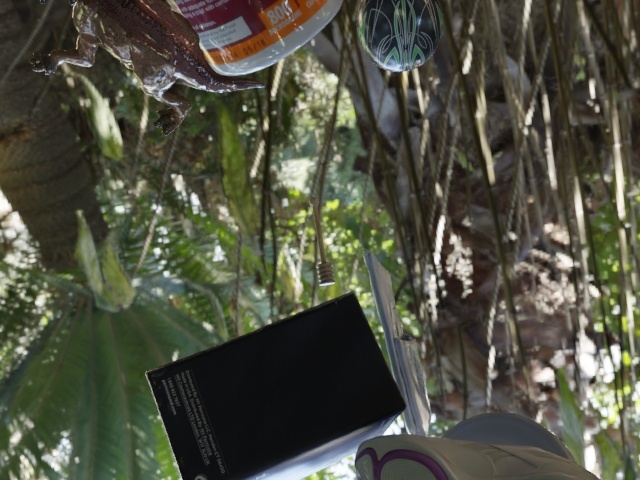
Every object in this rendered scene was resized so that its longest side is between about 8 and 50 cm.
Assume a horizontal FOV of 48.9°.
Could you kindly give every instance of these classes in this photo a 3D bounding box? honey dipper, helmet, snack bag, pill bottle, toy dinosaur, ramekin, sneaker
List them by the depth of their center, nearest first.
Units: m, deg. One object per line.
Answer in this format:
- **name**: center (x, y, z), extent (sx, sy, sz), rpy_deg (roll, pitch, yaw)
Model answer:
- **toy dinosaur**: center (-0.191, -0.225, 0.737), extent (0.295, 0.127, 0.200), rpy_deg (30, 158, -12)
- **sneaker**: center (0.188, 0.294, 0.829), extent (0.304, 0.114, 0.152), rpy_deg (5, 180, 28)
- **pill bottle**: center (-0.150, -0.434, 0.910), extent (0.224, 0.392, 0.224), rpy_deg (-23, -145, 17)
- **ramekin**: center (0.271, 0.395, 1.002), extent (0.272, 0.273, 0.127), rpy_deg (-1, 153, 46)
- **helmet**: center (0.141, -0.387, 1.252), extent (0.169, 0.170, 0.161), rpy_deg (-11, -165, 2)
- **honey dipper**: center (0.000, 0.000, 1.261), extent (0.030, 0.161, 0.030), rpy_deg (-9, 169, -2)
- **snack bag**: center (0.157, 0.198, 1.361), extent (0.037, 0.343, 0.323), rpy_deg (-16, 168, 9)

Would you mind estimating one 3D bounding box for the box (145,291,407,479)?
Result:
- **box**: center (-0.061, 0.245, 1.005), extent (0.293, 0.183, 0.296), rpy_deg (-21, 159, -12)
